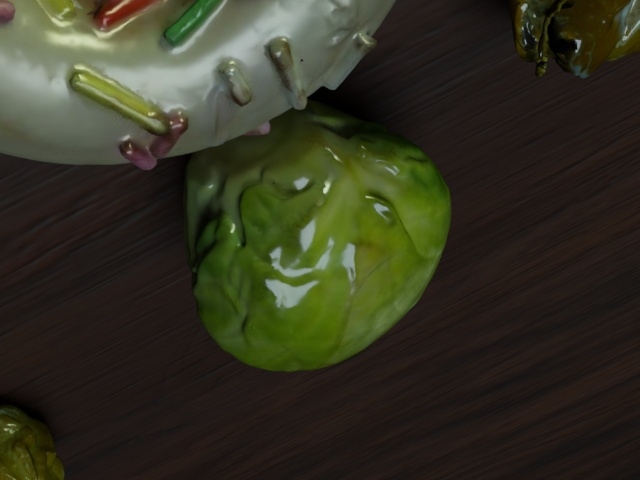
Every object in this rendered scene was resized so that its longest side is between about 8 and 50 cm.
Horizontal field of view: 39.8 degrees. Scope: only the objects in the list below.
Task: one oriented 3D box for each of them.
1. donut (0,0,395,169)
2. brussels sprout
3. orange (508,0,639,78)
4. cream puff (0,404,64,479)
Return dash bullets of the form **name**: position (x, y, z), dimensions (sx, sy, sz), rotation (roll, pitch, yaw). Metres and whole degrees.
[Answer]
- **donut**: position (-0.101, -0.192, 0.424), dimensions (0.383, 0.142, 0.382), rotation (-14, 137, -14)
- **brussels sprout**: position (0.000, 0.000, 0.656), dimensions (0.223, 0.161, 0.223), rotation (-15, 145, -11)
- **orange**: position (0.192, -0.182, 0.599), dimensions (0.160, 0.112, 0.170), rotation (-34, 171, 2)
- **cream puff**: position (-0.293, 0.221, 0.781), dimensions (0.146, 0.116, 0.146), rotation (-16, 137, -15)
